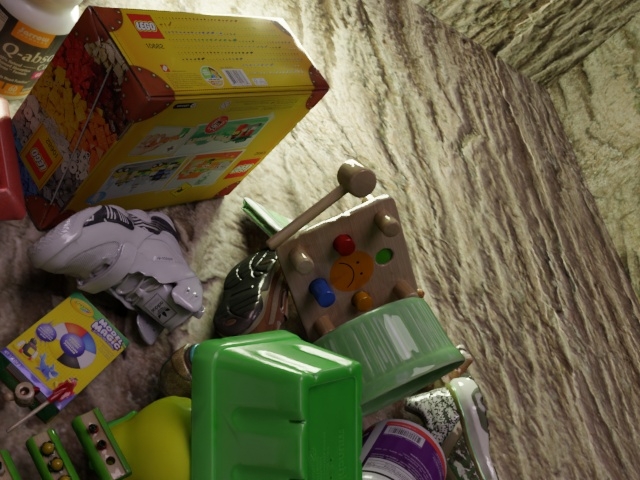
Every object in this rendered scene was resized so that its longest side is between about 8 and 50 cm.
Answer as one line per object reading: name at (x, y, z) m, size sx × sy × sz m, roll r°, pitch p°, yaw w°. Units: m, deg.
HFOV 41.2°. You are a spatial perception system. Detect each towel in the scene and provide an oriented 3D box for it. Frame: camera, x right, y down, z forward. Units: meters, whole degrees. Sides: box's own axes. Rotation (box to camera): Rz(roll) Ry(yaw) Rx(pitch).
towel at (0.000, 0.000, 1.871) m, size 0.325 × 0.038 × 0.248 m, roll 19°, pitch 11°, yaw -33°

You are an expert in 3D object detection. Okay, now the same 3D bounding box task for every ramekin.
ramekin at (0.110, 0.232, 1.635) m, size 0.303 × 0.303 × 0.148 m, roll -6°, pitch 64°, yaw -50°

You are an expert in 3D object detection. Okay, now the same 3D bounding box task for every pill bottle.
pill bottle at (-0.539, -0.398, 1.544) m, size 0.162 × 0.278 × 0.162 m, roll 28°, pitch 40°, yaw -27°
pill bottle at (0.106, 0.454, 1.488) m, size 0.181 × 0.181 × 0.323 m, roll 51°, pitch 24°, yaw 2°

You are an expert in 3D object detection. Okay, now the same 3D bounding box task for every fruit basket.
fruit basket at (-0.140, 0.324, 1.287) m, size 0.283 × 0.392 × 0.392 m, roll 1°, pitch 56°, yaw -56°

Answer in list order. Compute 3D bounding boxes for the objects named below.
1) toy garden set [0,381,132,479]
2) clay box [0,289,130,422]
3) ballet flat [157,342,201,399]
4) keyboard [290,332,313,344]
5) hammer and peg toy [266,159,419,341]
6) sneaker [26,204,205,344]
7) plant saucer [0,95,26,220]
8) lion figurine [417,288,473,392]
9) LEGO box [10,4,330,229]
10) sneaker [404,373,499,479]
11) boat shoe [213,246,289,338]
toy garden set at (-0.412, 0.280, 1.160) m, size 0.244 × 0.049 × 0.204 m, roll -22°, pitch 66°, yaw -31°
clay box at (-0.400, 0.171, 1.352) m, size 0.127 × 0.053 × 0.222 m, roll 46°, pitch 35°, yaw -4°
ballet flat at (-0.140, 0.323, 1.445) m, size 0.348 × 0.123 × 0.123 m, roll 47°, pitch 34°, yaw -9°
keyboard at (-0.043, 0.265, 1.688) m, size 0.108 × 0.023 × 0.180 m, roll 26°, pitch 40°, yaw -30°
hammer and peg toy at (0.036, 0.017, 1.666) m, size 0.127 × 0.266 × 0.361 m, roll -125°, pitch -167°, yaw -55°
sneaker at (-0.317, 0.060, 1.428) m, size 0.210 × 0.137 × 0.366 m, roll 57°, pitch 17°, yaw 10°
plant saucer at (-0.615, -0.144, 1.349) m, size 0.259 × 0.048 × 0.258 m, roll -4°, pitch 58°, yaw -28°
lion figurine at (0.147, 0.216, 1.876) m, size 0.392 × 0.142 × 0.240 m, roll 11°, pitch 56°, yaw -24°
LEGO box at (-0.280, -0.231, 1.590) m, size 0.500 × 0.372 × 0.193 m, roll -16°, pitch 69°, yaw -54°
sneaker at (0.265, 0.489, 1.753) m, size 0.182 × 0.158 × 0.410 m, roll -8°, pitch 69°, yaw -4°
boat shoe at (-0.121, 0.123, 1.669) m, size 0.120 × 0.122 × 0.324 m, roll 62°, pitch 23°, yaw -22°
